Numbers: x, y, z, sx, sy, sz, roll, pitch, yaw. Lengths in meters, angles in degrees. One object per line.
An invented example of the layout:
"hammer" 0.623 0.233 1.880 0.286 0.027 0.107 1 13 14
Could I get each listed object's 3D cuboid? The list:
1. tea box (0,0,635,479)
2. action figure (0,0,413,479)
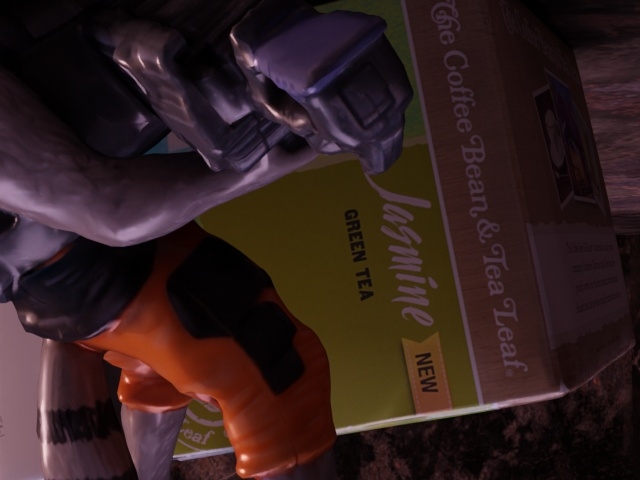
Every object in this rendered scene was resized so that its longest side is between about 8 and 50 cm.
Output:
"tea box" 0.000 0.000 0.832 0.324 0.220 0.329 -13 176 19
"action figure" -0.077 0.001 0.496 0.178 0.330 0.341 -32 -164 -12
